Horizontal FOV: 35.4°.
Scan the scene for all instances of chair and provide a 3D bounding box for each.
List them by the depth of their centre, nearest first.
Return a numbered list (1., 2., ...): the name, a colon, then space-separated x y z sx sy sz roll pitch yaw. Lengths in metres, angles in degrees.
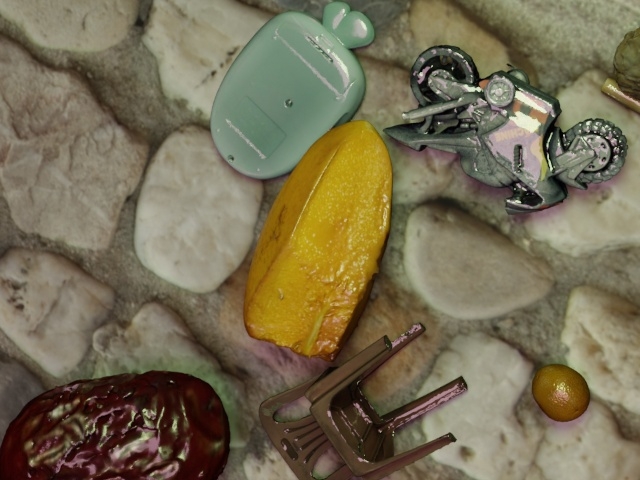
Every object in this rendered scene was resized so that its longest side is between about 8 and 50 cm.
1. chair: 0.033 0.264 1.442 0.326 0.183 0.175 -37 87 21

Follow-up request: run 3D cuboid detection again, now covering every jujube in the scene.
1. jujube: -0.326 0.333 1.560 0.377 0.258 0.258 -17 96 27

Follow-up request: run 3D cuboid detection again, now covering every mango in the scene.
1. mango: 0.000 0.000 1.380 0.199 0.201 0.349 24 104 40

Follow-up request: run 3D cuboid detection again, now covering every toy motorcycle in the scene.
1. toy motorcycle: 0.239 -0.134 1.325 0.307 0.108 0.173 29 115 14

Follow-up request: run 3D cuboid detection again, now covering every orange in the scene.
1. orange: 0.330 0.209 1.383 0.085 0.085 0.084 4 103 19

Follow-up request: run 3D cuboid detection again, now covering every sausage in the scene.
1. sausage: 0.423 -0.168 1.294 0.132 0.024 0.024 33 110 11

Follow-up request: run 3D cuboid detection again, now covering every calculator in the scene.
1. calculator: -0.042 -0.216 1.437 0.185 0.041 0.299 46 113 5

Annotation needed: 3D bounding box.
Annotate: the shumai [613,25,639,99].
1. shumai: 0.463 -0.250 1.211 0.210 0.161 0.152 -3 79 39
